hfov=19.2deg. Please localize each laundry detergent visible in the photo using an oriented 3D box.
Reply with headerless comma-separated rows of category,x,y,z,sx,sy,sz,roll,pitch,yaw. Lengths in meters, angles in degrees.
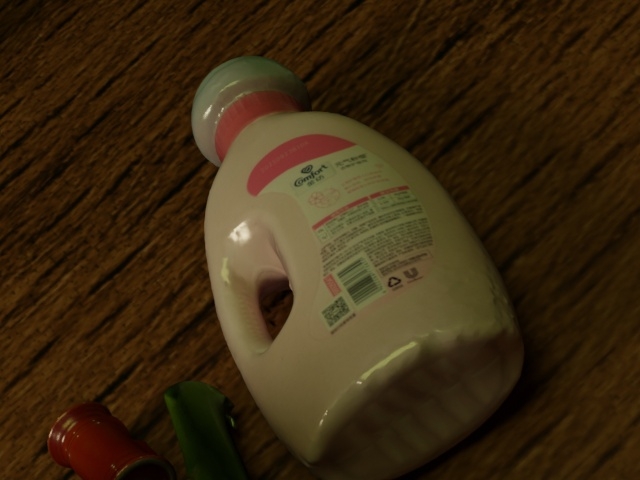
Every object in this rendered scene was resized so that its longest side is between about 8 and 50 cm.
laundry detergent,0.000,0.000,1.135,0.159,0.088,0.335,-34,39,2

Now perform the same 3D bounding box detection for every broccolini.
broccolini,0.005,0.185,0.979,0.074,0.079,0.392,0,33,-23

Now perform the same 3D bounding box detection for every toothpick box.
toothpick box,-0.125,0.131,1.123,0.047,0.047,0.083,-44,41,-11
